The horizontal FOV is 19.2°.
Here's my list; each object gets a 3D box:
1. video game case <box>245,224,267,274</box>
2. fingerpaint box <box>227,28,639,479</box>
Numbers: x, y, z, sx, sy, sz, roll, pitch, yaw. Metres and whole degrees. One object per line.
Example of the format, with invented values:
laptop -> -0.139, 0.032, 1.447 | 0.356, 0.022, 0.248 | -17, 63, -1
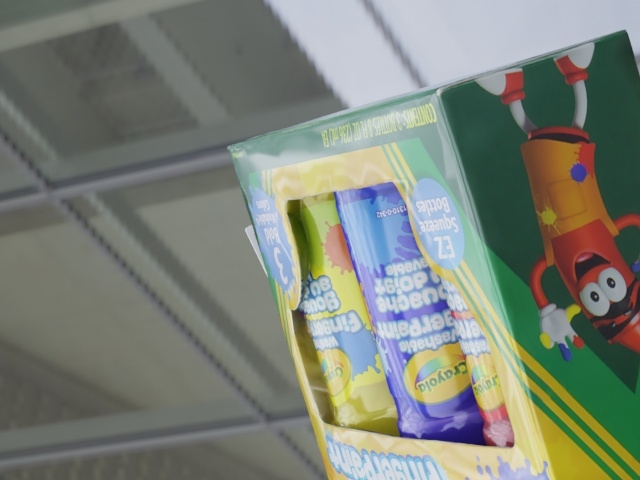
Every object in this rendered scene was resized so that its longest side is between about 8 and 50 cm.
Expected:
video game case -> 0.000, 0.000, 1.816 | 0.087, 0.122, 0.011 | 64, -176, 9
fingerpaint box -> 0.112, 0.064, 1.457 | 0.163, 0.445, 0.371 | -18, -85, -21
